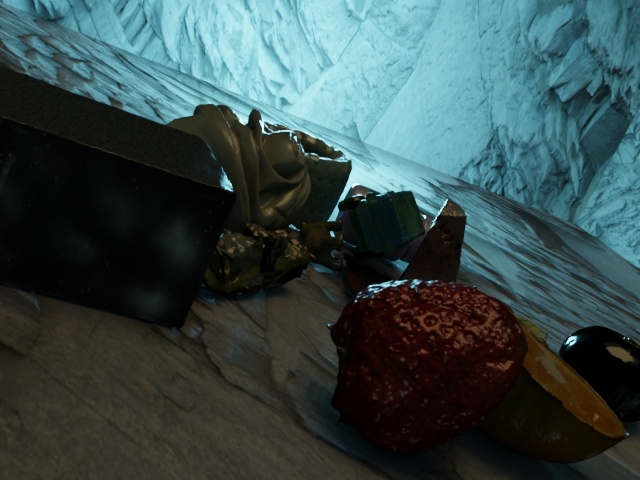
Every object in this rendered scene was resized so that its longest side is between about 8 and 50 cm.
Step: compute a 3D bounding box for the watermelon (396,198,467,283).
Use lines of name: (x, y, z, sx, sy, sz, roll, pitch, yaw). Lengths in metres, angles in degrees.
watermelon: (0.262, 0.022, 1.980, 0.154, 0.241, 0.094, 18, 8, -37)

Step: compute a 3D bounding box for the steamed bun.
steamed bun: (-0.159, -0.162, 1.756, 0.324, 0.219, 0.310, 43, 13, -5)

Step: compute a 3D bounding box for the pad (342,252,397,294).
pad: (0.132, 0.107, 1.888, 0.181, 0.004, 0.267, 30, 14, -13)

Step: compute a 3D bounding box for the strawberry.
strawberry: (0.160, 0.175, 1.240, 0.277, 0.257, 0.257, -16, -6, 29)

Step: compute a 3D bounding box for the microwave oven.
microwave oven: (-0.395, -0.084, 1.336, 0.432, 0.236, 0.374, 18, 15, -24)

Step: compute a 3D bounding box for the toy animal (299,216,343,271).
toy animal: (0.000, 0.000, 1.965, 0.101, 0.103, 0.218, 0, 21, 0)

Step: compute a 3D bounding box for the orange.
orange: (0.335, 0.218, 1.409, 0.274, 0.310, 0.274, -19, 5, 2)

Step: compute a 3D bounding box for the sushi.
sushi: (-0.142, 0.023, 1.569, 0.139, 0.131, 0.291, 35, 26, 26)

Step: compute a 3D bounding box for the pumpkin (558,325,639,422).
pumpkin: (0.609, 0.275, 1.805, 0.233, 0.163, 0.233, 25, 14, -7)

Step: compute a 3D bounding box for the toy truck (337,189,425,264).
toy truck: (0.147, -0.039, 1.967, 0.156, 0.155, 0.279, -18, -1, 17)

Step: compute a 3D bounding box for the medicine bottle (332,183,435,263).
medicine bottle: (0.171, -0.033, 2.181, 0.255, 0.152, 0.152, 21, 15, -5)

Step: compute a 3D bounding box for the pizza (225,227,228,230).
pizza: (-0.270, -0.081, 1.824, 0.189, 0.071, 0.297, 23, 15, -2)

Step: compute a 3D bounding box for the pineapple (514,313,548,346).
pineapple: (0.435, 0.201, 2.004, 0.221, 0.047, 0.221, 22, 15, -6)

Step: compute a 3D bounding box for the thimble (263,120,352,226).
thimble: (-0.078, -0.165, 2.171, 0.292, 0.195, 0.291, 19, 18, -6)
